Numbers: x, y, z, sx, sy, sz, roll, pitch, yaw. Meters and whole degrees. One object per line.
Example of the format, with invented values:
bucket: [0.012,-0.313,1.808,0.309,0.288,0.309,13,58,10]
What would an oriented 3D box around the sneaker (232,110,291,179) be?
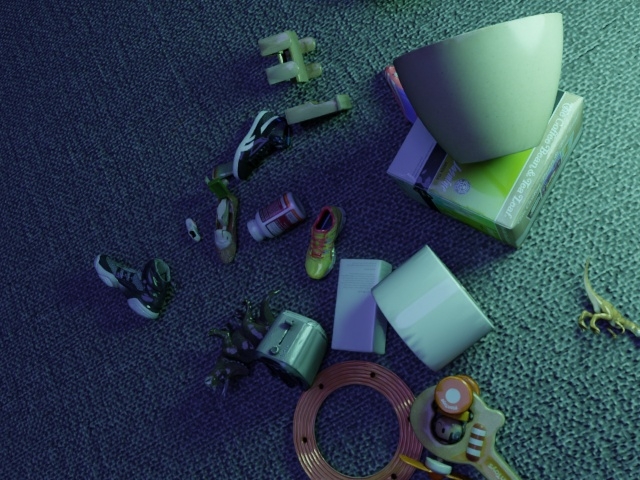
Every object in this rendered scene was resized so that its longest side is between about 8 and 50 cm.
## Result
sneaker: [-0.158,-0.261,1.803,0.121,0.079,0.216,21,84,26]

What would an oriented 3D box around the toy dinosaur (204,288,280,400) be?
toy dinosaur: [-0.192,0.259,1.689,0.313,0.121,0.160,-44,78,2]

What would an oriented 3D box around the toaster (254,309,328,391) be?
toaster: [-0.062,0.275,1.577,0.129,0.227,0.146,19,67,26]

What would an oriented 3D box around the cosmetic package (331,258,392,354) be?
cosmetic package: [0.105,0.164,1.590,0.117,0.085,0.231,1,79,30]

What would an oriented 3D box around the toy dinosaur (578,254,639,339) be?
toy dinosaur: [0.627,0.152,1.416,0.112,0.064,0.211,-38,75,-10]

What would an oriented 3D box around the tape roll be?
tape roll: [0.255,0.154,1.451,0.169,0.246,0.246,-39,67,9]

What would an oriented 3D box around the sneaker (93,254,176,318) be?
sneaker: [-0.535,0.096,1.856,0.269,0.101,0.153,40,93,19]

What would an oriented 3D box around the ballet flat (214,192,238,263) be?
ballet flat: [-0.276,-0.039,1.802,0.073,0.067,0.206,-6,76,19]

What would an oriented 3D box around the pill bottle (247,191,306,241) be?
pill bottle: [-0.121,-0.061,1.737,0.152,0.086,0.086,-30,68,12]

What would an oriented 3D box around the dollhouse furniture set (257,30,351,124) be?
dollhouse furniture set: [-0.032,-0.457,1.737,0.161,0.212,0.242,-12,100,20]

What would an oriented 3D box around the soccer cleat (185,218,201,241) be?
soccer cleat: [-0.376,-0.032,1.857,0.029,0.035,0.083,-33,68,11]

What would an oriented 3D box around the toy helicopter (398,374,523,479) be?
toy helicopter: [0.338,0.481,1.401,0.235,0.140,0.355,-48,68,7]

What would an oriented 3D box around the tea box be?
tea box: [0.393,-0.207,1.498,0.324,0.220,0.329,29,89,26]

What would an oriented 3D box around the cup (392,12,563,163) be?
cup: [0.334,-0.289,1.277,0.331,0.331,0.236,-12,100,19]

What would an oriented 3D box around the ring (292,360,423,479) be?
ring: [0.090,0.465,1.557,0.337,0.032,0.336,-5,75,19]

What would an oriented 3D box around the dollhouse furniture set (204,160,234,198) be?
dollhouse furniture set: [-0.289,-0.190,1.815,0.076,0.058,0.151,-20,42,17]

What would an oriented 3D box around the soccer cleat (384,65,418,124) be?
soccer cleat: [0.232,-0.372,1.682,0.248,0.083,0.095,57,138,32]

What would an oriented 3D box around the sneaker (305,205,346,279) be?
sneaker: [0.000,0.000,1.670,0.082,0.094,0.208,12,83,22]
